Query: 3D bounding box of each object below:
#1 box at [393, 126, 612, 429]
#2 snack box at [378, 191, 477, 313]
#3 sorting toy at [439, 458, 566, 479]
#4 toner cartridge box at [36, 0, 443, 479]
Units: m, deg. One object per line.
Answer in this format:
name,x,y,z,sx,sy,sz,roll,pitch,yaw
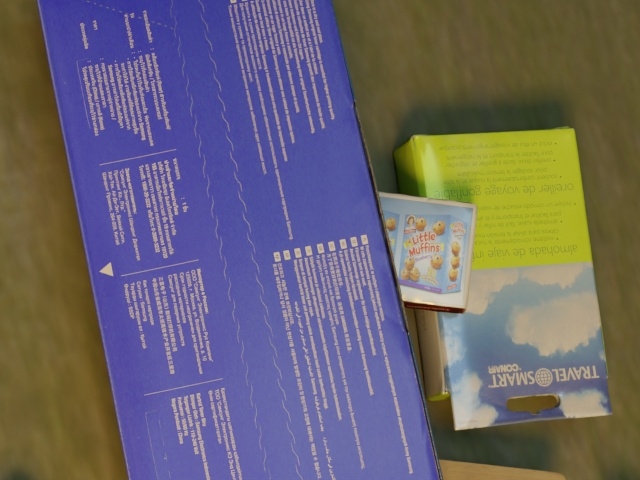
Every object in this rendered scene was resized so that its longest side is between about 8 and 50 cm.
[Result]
box,0.111,0.023,1.172,0.109,0.042,0.178,-4,81,-17
snack box,0.000,0.000,1.128,0.178,0.022,0.064,7,77,0
sorting toy,0.079,0.197,1.126,0.274,0.046,0.132,8,78,-15
toner cartridge box,-0.046,0.010,1.074,0.165,0.075,0.348,-11,78,-5
